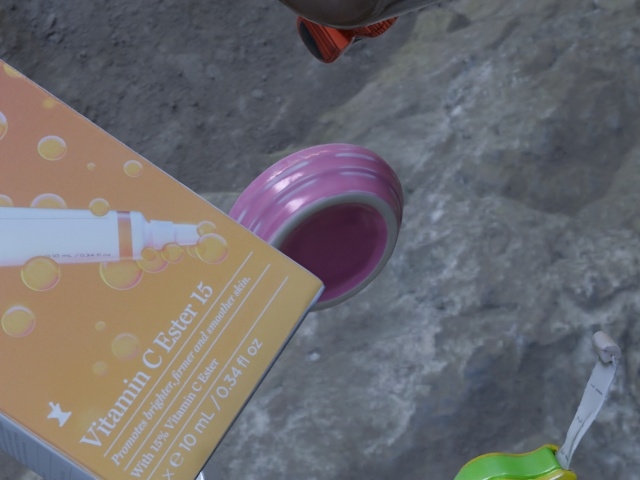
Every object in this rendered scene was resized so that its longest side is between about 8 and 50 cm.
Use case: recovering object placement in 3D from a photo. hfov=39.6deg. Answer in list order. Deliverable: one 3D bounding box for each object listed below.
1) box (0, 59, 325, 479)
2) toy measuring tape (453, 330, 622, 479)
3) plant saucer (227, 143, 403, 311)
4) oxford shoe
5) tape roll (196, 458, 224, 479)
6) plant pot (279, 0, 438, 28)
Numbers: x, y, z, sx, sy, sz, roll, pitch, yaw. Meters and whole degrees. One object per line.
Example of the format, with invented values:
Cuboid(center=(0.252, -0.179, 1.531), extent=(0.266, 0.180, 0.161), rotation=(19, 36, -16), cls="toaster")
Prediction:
Cuboid(center=(-0.209, 0.041, 0.689), extent=(0.345, 0.168, 0.215), rotation=(34, 62, -1), cls="box")
Cuboid(center=(0.219, 0.243, 0.982), extent=(0.121, 0.121, 0.330), rotation=(4, 111, -40), cls="toy measuring tape")
Cuboid(center=(0.000, 0.000, 1.461), extent=(0.332, 0.084, 0.332), rotation=(-17, 135, -18), cls="plant saucer")
Cuboid(center=(0.056, -0.291, 1.040), extent=(0.098, 0.271, 0.097), rotation=(-38, 101, -18), cls="oxford shoe")
Cuboid(center=(-0.286, 0.425, 1.368), extent=(0.100, 0.286, 0.286), rotation=(55, 47, -61), cls="tape roll")
Cuboid(center=(0.063, -0.245, 0.529), extent=(0.229, 0.263, 0.263), rotation=(-42, 111, -26), cls="plant pot")
